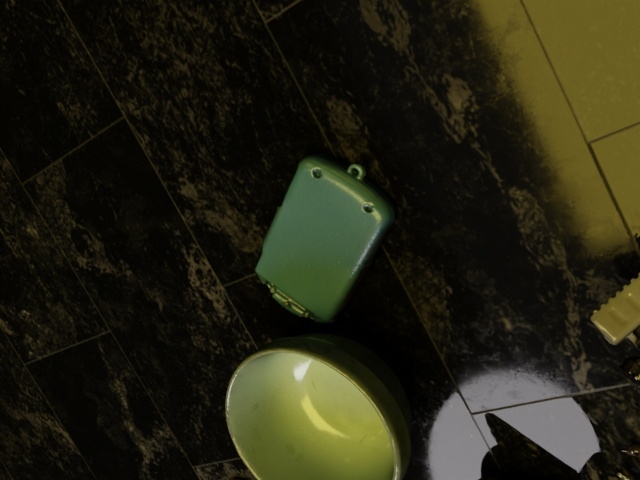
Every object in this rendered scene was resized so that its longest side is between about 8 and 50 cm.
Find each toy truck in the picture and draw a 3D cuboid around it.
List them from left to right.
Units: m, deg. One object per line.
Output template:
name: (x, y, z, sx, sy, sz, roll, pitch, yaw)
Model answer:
toy truck: (0.461, 0.166, 0.917, 0.136, 0.111, 0.286, -42, 79, 6)

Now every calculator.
calculator: (0.000, 0.000, 1.143, 0.173, 0.051, 0.293, 35, 126, 12)

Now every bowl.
bowl: (0.013, 0.274, 1.201, 0.307, 0.163, 0.307, 13, 119, 25)

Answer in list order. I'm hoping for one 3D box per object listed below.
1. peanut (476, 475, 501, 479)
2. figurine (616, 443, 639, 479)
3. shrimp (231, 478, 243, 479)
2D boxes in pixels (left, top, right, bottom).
peanut: (0.271, 0.436, 1.188, 0.076, 0.076, 0.152, 3, 118, 29)
figurine: (0.513, 0.389, 0.969, 0.265, 0.197, 0.175, 16, 134, 15)
shrimp: (-0.137, 0.527, 1.501, 0.127, 0.025, 0.091, 37, 125, 13)
